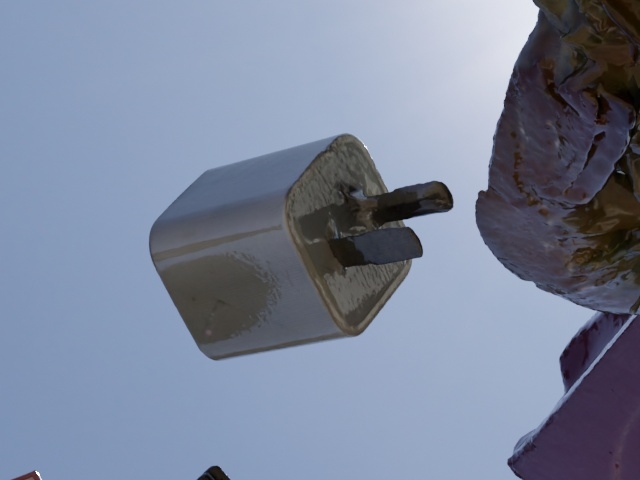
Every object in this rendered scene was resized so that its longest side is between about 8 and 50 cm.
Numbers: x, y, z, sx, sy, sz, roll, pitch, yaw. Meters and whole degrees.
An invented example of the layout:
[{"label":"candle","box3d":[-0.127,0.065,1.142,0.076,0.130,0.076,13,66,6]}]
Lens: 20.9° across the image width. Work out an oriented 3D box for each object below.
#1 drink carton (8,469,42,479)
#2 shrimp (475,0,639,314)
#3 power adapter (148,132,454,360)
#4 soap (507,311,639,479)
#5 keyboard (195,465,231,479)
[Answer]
[{"label":"drink carton","box3d":[-0.323,0.279,1.441,0.222,0.071,0.096,-19,-38,-25]},{"label":"shrimp","box3d":[0.090,-0.025,0.466,0.217,0.115,0.051,48,-156,-56]},{"label":"power adapter","box3d":[0.000,0.000,1.258,0.130,0.205,0.125,-48,-62,-47]},{"label":"soap","box3d":[0.273,0.078,0.975,0.233,0.359,0.128,32,-121,5]},{"label":"keyboard","box3d":[-0.041,0.292,1.397,0.093,0.230,0.025,-43,-11,7]}]
